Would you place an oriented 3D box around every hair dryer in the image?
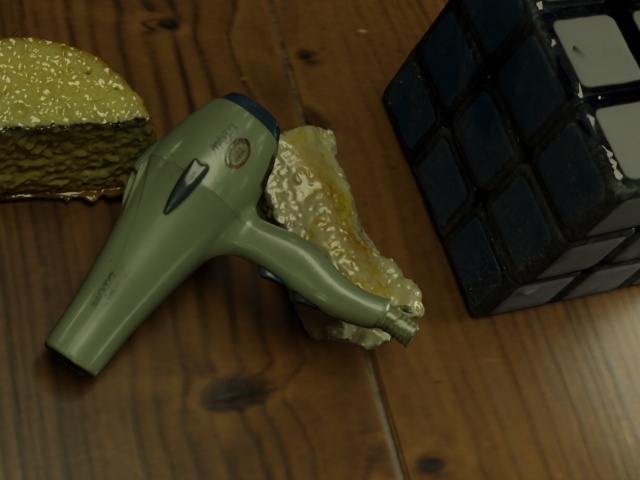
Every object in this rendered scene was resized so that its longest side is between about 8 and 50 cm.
[{"bbox_3d":[-0.106,0.046,1.155,0.296,0.119,0.298,-34,79,-11],"label":"hair dryer"}]

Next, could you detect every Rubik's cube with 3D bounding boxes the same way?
[{"bbox_3d":[0.291,-0.125,1.328,0.303,0.305,0.301,-11,69,-25],"label":"Rubik's cube"}]

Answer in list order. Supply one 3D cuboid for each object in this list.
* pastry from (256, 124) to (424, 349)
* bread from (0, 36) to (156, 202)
[{"bbox_3d":[0.005,-0.004,1.264,0.121,0.089,0.259,-24,75,-18],"label":"pastry"},{"bbox_3d":[-0.284,-0.116,1.186,0.260,0.129,0.134,-9,60,-27],"label":"bread"}]
